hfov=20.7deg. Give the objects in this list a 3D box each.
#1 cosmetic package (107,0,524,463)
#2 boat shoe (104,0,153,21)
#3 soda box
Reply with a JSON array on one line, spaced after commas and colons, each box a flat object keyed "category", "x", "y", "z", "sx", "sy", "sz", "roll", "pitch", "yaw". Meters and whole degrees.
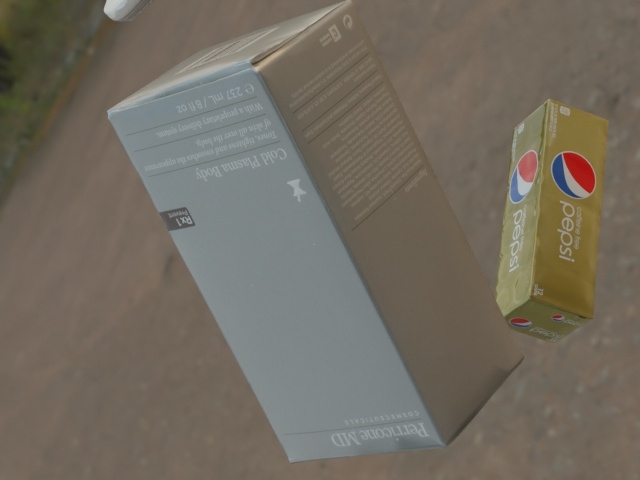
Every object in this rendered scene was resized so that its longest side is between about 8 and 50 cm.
[{"category": "cosmetic package", "x": 0.000, "y": 0.000, "z": 0.978, "sx": 0.127, "sy": 0.238, "sz": 0.107, "roll": -15, "pitch": 17, "yaw": 43}, {"category": "boat shoe", "x": -0.133, "y": -0.273, "z": 1.712, "sx": 0.184, "sy": 0.063, "sz": 0.066, "roll": -52, "pitch": 28, "yaw": -15}, {"category": "soda box", "x": 0.182, "y": -0.015, "z": 1.385, "sx": 0.061, "sy": 0.058, "sz": 0.181, "roll": 137, "pitch": 147, "yaw": -57}]
